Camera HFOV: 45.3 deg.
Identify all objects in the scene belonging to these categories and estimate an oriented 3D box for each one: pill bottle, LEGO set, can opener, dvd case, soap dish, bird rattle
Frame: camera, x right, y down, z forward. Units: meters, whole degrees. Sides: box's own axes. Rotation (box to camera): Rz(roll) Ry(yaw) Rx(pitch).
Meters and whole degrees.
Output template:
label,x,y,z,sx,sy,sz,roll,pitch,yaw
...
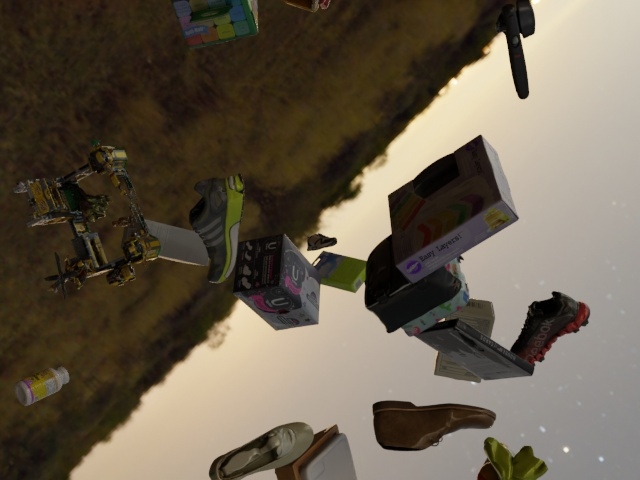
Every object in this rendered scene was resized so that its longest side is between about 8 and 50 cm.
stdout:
label,x,y,z,sx,sy,sz,roll,pitch,yaw
pill bottle,-0.469,0.243,1.297,0.083,0.043,0.043,-23,166,-48
LEGO set,-0.525,-0.048,1.701,0.255,0.331,0.192,-13,-178,22
can opener,0.371,-0.356,1.444,0.073,0.186,0.059,-4,-158,19
dvd case,0.360,0.262,1.820,0.179,0.239,0.029,-25,-143,60
soap dish,0.000,0.659,1.996,0.118,0.291,0.229,-7,-169,33
bird rattle,0.407,0.569,1.746,0.207,0.143,0.253,-69,173,-81

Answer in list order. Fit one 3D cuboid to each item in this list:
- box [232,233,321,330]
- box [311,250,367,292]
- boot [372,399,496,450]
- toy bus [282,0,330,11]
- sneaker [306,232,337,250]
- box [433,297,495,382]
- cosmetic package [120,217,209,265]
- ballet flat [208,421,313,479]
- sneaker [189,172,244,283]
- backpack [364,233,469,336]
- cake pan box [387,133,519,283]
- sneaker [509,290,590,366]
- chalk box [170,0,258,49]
label,x,y,z,sx,sy,sz,roll,pitch,yaw
box,-0.108,0.117,2.044,0.142,0.247,0.163,-12,-124,22
box,0.055,0.091,2.279,0.178,0.042,0.109,12,-132,37
boot,0.280,0.460,1.877,0.112,0.305,0.115,92,-2,-58
toy bus,-0.019,-0.564,1.532,0.202,0.104,0.191,-63,171,-66
sneaker,0.000,0.000,1.944,0.040,0.043,0.109,-2,173,-42
box,0.444,0.303,2.384,0.127,0.149,0.232,-69,168,-68
cosmetic package,-0.451,0.006,2.266,0.127,0.238,0.107,4,-96,49
ballet flat,-0.124,0.459,1.663,0.248,0.086,0.086,-24,176,-18
sneaker,-0.257,-0.029,1.845,0.111,0.121,0.300,-105,-158,-58
backpack,0.216,0.076,1.757,0.225,0.191,0.253,-34,-150,21
cake pan box,0.253,-0.069,1.526,0.246,0.070,0.267,-31,-150,23
sneaker,0.588,0.240,2.081,0.276,0.135,0.097,-47,-166,24
chalk box,-0.253,-0.582,1.815,0.180,0.179,0.289,-9,-133,6
